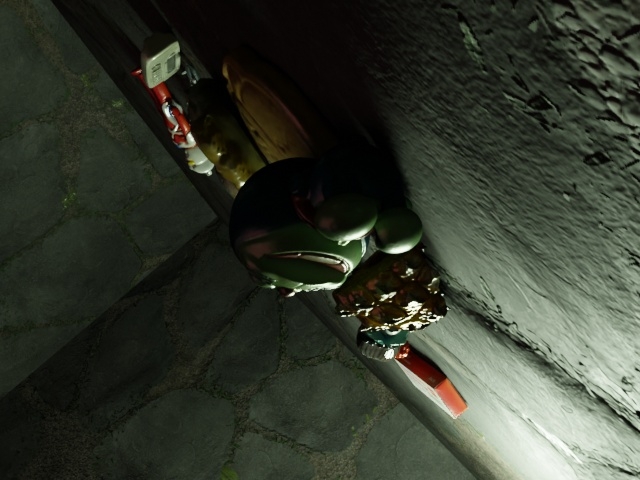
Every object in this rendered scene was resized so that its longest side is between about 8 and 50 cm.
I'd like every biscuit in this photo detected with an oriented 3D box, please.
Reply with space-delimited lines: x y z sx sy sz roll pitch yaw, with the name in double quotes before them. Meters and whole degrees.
"biscuit" -0.048 -0.160 1.152 0.312 0.057 0.351 49 171 3
"biscuit" -0.178 -0.212 1.314 0.335 0.078 0.329 62 -174 29

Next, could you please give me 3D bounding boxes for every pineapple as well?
"pineapple" 0.111 0.103 1.177 0.158 0.161 0.334 48 169 -10

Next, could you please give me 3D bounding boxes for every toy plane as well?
"toy plane" -0.275 -0.352 1.519 0.083 0.031 0.078 54 -177 -46

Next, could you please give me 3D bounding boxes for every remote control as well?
"remote control" -0.352 -0.394 1.511 0.049 0.090 0.230 51 170 -6

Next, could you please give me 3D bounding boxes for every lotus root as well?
"lotus root" -0.214 -0.169 1.791 0.192 0.088 0.113 50 -160 2

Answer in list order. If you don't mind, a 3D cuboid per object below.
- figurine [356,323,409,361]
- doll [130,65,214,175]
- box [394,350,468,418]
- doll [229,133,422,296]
"figurine" 0.158 0.225 1.665 0.138 0.110 0.245 29 161 10
"doll" -0.437 -0.358 2.113 0.384 0.099 0.188 56 169 -25
"box" 0.285 0.369 1.825 0.123 0.050 0.229 54 170 -22
"doll" -0.004 -0.032 0.949 0.199 0.186 0.322 17 152 -36
